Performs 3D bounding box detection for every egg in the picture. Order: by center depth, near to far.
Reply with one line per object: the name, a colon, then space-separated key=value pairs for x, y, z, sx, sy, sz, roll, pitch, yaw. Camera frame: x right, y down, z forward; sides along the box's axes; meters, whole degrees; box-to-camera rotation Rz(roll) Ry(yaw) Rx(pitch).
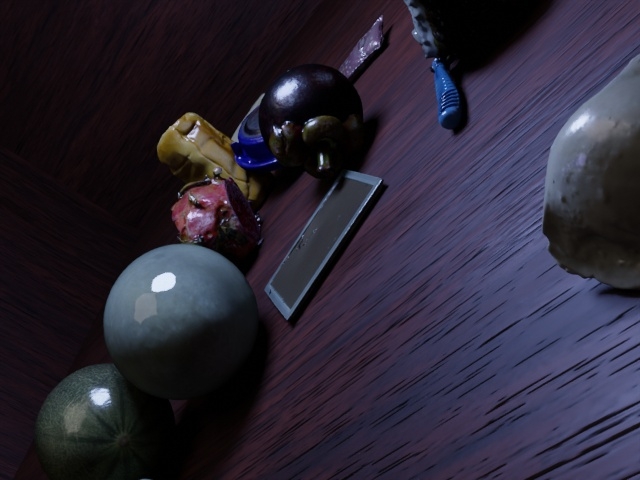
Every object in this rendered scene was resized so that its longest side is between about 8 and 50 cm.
egg: x=-0.236 y=0.133 z=1.180 sx=0.258 sy=0.258 sz=0.352 roll=-54 pitch=15 yaw=5

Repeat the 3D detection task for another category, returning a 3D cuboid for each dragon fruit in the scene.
dragon fruit: x=-0.217 y=-0.051 z=1.542 sx=0.147 sy=0.211 sz=0.282 roll=-38 pitch=5 yaw=14

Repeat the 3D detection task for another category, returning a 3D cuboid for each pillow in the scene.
pillow: x=0.097 y=-0.439 z=1.655 sx=0.185 sy=0.043 sz=0.118 roll=-47 pitch=26 yaw=36

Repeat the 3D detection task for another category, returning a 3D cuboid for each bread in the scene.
bread: x=-0.268 y=-0.187 z=1.751 sx=0.167 sy=0.294 sz=0.132 roll=-28 pitch=29 yaw=56

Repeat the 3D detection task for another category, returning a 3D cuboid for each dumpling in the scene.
dumpling: x=0.250 y=-0.043 z=0.515 sx=0.111 sy=0.181 sz=0.155 roll=-26 pitch=42 yaw=-23

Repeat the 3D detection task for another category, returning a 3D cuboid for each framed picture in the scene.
framed picture: x=0.000 y=0.000 z=1.192 sx=0.273 sy=0.016 sz=0.216 roll=-56 pitch=18 yaw=1

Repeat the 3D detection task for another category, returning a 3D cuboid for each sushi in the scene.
sushi: x=0.213 y=-0.426 z=1.123 sx=0.181 sy=0.196 sz=0.343 roll=-10 pitch=37 yaw=8

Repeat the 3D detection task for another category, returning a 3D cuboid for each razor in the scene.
razor: x=0.195 y=-0.245 z=1.076 sx=0.082 sy=0.042 sz=0.253 roll=-42 pitch=23 yaw=33

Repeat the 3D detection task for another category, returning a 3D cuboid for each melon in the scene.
melon: x=-0.377 y=0.338 z=1.226 sx=0.237 sy=0.237 sz=0.301 roll=-62 pitch=19 yaw=-17

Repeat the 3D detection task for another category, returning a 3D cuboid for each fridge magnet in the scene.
fridge magnet: x=-0.093 y=-0.263 z=1.653 sx=0.265 sy=0.113 sz=0.265 roll=-21 pitch=36 yaw=16

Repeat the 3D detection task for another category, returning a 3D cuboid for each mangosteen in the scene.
mangosteen: x=-0.010 y=-0.210 z=1.310 sx=0.211 sy=0.211 sz=0.250 roll=-46 pitch=40 yaw=28

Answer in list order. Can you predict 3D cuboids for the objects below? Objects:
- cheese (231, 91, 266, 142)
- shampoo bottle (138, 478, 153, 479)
cheese: x=-0.158 y=-0.280 z=1.899 sx=0.266 sy=0.127 sz=0.233 roll=-45 pitch=24 yaw=38
shampoo bottle: x=-0.311 y=0.448 z=1.104 sx=0.262 sy=0.085 sz=0.085 roll=-43 pitch=22 yaw=34
